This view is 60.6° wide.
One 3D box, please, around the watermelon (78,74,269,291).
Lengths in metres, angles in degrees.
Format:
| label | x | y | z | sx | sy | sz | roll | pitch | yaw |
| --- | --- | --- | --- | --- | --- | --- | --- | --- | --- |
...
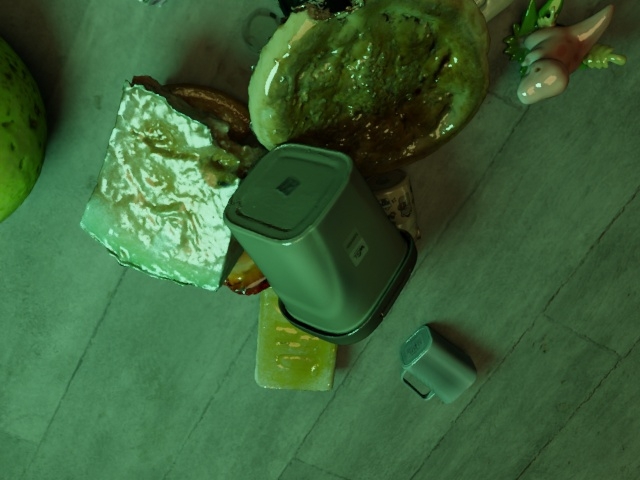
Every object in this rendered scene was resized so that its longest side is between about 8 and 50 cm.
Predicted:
| label | x | y | z | sx | sy | sz | roll | pitch | yaw |
| --- | --- | --- | --- | --- | --- | --- | --- | --- | --- |
| watermelon | -0.213 | -0.092 | 0.892 | 0.264 | 0.151 | 0.302 | 24 | 116 | -5 |

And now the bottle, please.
| label | x | y | z | sx | sy | sz | roll | pitch | yaw |
| --- | --- | --- | --- | --- | --- | --- | --- | --- | --- |
| bottle | 0.126 | -0.042 | 0.980 | 0.099 | 0.099 | 0.152 | -16 | 121 | 3 |

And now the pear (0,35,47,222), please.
| label | x | y | z | sx | sy | sz | roll | pitch | yaw |
| --- | --- | --- | --- | --- | --- | --- | --- | --- | --- |
| pear | -0.589 | -0.152 | 0.762 | 0.391 | 0.391 | 0.391 | -1 | 111 | -2 |

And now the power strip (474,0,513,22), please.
| label | x | y | z | sx | sy | sz | roll | pitch | yaw |
| --- | --- | --- | --- | --- | --- | --- | --- | --- | --- |
| power strip | 0.152 | -0.321 | 0.892 | 0.385 | 0.062 | 0.091 | -36 | 111 | 12 |

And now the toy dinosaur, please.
| label | x | y | z | sx | sy | sz | roll | pitch | yaw |
| --- | --- | --- | --- | --- | --- | --- | --- | --- | --- |
| toy dinosaur | 0.362 | -0.299 | 0.848 | 0.194 | 0.177 | 0.152 | -27 | 111 | 6 |

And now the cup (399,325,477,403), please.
| label | x | y | z | sx | sy | sz | roll | pitch | yaw |
| --- | --- | --- | --- | --- | --- | --- | --- | --- | --- |
| cup | 0.225 | 0.259 | 1.105 | 0.129 | 0.095 | 0.128 | 39 | 107 | -13 |

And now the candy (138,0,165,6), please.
| label | x | y | z | sx | sy | sz | roll | pitch | yaw |
| --- | --- | --- | --- | --- | --- | --- | --- | --- | --- |
| candy | -0.276 | -0.486 | 0.779 | 0.155 | 0.116 | 0.265 | -36 | 108 | 10 |

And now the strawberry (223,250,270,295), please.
| label | x | y | z | sx | sy | sz | roll | pitch | yaw |
| --- | --- | --- | --- | --- | --- | --- | --- | --- | --- |
| strawberry | -0.120 | 0.027 | 1.000 | 0.140 | 0.085 | 0.192 | 32 | 77 | 14 |

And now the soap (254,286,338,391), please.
| label | x | y | z | sx | sy | sz | roll | pitch | yaw |
| --- | --- | --- | --- | --- | --- | --- | --- | --- | --- |
| soap | -0.042 | 0.161 | 1.060 | 0.160 | 0.080 | 0.257 | 4 | 111 | -3 |

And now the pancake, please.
| label | x | y | z | sx | sy | sz | roll | pitch | yaw |
| --- | --- | --- | --- | --- | --- | --- | --- | --- | --- |
| pancake | 0.073 | -0.224 | 0.812 | 0.382 | 0.071 | 0.382 | -13 | 145 | -9 |

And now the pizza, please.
| label | x | y | z | sx | sy | sz | roll | pitch | yaw |
| --- | --- | --- | --- | --- | --- | --- | --- | --- | --- |
| pizza | -0.195 | -0.179 | 0.946 | 0.185 | 0.036 | 0.176 | 4 | 120 | -10 |

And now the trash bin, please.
| label | x | y | z | sx | sy | sz | roll | pitch | yaw |
| --- | --- | --- | --- | --- | --- | --- | --- | --- | --- |
| trash bin | 0.000 | 0.000 | 0.828 | 0.219 | 0.219 | 0.250 | -56 | 139 | -20 |

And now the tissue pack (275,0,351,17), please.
| label | x | y | z | sx | sy | sz | roll | pitch | yaw |
| --- | --- | --- | --- | --- | --- | --- | --- | --- | --- |
| tissue pack | -0.001 | -0.341 | 0.837 | 0.103 | 0.090 | 0.170 | -26 | 85 | 9 |
